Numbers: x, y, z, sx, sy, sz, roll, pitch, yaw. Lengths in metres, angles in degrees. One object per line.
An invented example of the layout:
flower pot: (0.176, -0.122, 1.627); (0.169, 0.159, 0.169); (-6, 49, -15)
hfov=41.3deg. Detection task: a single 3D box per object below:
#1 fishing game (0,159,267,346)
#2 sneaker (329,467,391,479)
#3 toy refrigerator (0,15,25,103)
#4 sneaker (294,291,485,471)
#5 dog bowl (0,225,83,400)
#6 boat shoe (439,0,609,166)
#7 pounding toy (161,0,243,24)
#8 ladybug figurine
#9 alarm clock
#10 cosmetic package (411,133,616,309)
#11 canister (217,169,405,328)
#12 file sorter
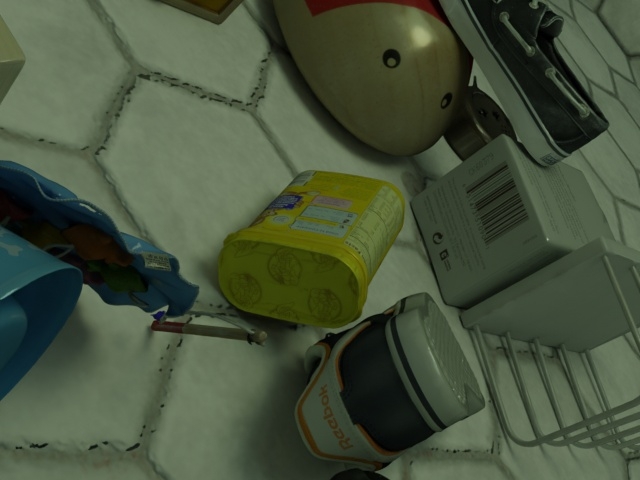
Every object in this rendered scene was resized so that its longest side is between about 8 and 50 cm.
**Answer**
fishing game: (-0.162, 0.010, 0.522); (0.264, 0.189, 0.041); (38, 64, -36)
sneaker: (0.093, 0.313, 0.605); (0.343, 0.134, 0.146); (62, 27, -3)
toy refrigerator: (-0.325, -0.198, 0.579); (0.102, 0.094, 0.269); (-26, 80, -49)
sneaker: (0.062, 0.120, 0.740); (0.126, 0.128, 0.321); (64, 10, 13)
dog bowl: (-0.237, 0.076, 0.381); (0.074, 0.166, 0.297); (42, 34, 5)
boat shoe: (0.230, -0.238, 0.981); (0.108, 0.102, 0.301); (-10, 70, -55)
pounding toy: (-0.078, -0.326, 0.884); (0.181, 0.206, 0.094); (11, 52, -46)
ladybug figurine: (0.082, -0.312, 1.104); (0.305, 0.162, 0.449); (24, 43, -35)
alarm clock: (0.242, -0.149, 1.244); (0.129, 0.064, 0.192); (2, 62, -50)
cosmetic package: (0.238, -0.008, 1.025); (0.184, 0.151, 0.151); (16, 49, -42)
canister: (0.000, 0.000, 0.766); (0.126, 0.073, 0.170); (10, 29, 16)
file sorter: (0.340, 0.139, 0.982); (0.278, 0.193, 0.173); (15, 52, -43)
